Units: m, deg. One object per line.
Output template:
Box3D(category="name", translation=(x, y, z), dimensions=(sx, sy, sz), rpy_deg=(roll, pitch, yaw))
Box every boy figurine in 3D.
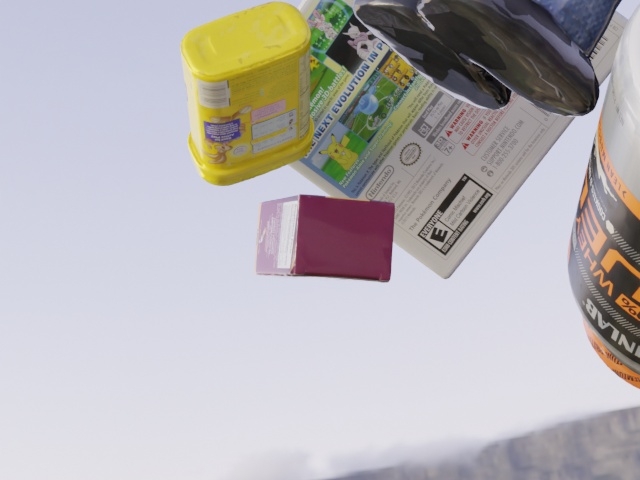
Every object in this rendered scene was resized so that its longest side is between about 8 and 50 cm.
Box3D(category="boy figurine", translation=(0.135, -0.186, 0.480), dimensions=(0.092, 0.285, 0.177), rpy_deg=(34, -6, -28))

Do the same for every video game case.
Box3D(category="video game case", translation=(0.110, -0.173, 1.241), dimensions=(0.329, 0.300, 0.036), rpy_deg=(-54, 0, 17))

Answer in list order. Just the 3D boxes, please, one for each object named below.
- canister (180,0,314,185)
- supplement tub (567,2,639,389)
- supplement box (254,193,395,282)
Box3D(category="canister", translation=(-0.068, -0.138, 1.133), dimensions=(0.126, 0.073, 0.170), rpy_deg=(-21, -28, -13))
Box3D(category="supplement tub", translation=(0.277, -0.023, 0.821), dimensions=(0.193, 0.194, 0.316), rpy_deg=(-7, -33, -1))
Box3D(category="supplement box", translation=(0.000, 0.000, 0.639), dimensions=(0.055, 0.043, 0.083), rpy_deg=(5, -2, -18))
